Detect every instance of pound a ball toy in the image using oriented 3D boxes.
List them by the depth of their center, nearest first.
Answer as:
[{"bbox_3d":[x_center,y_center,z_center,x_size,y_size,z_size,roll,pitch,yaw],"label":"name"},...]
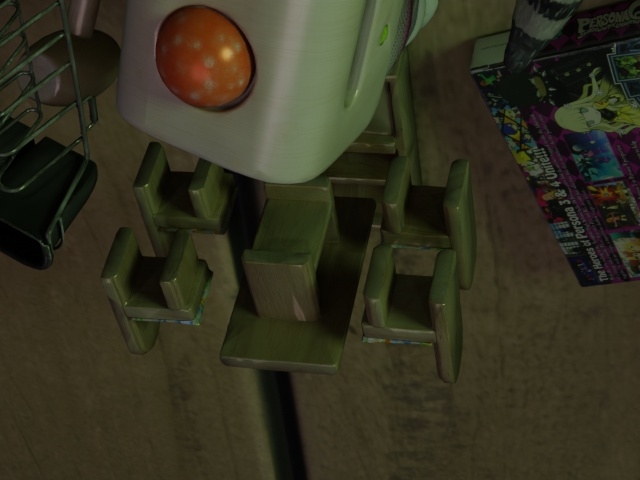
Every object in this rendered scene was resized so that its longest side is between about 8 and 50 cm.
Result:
[{"bbox_3d":[-0.064,-0.170,0.707,0.208,0.136,0.319,24,125,15],"label":"pound a ball toy"}]

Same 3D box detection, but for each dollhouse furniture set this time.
[{"bbox_3d":[0.000,0.000,0.928,0.212,0.242,0.161,4,140,13],"label":"dollhouse furniture set"}]

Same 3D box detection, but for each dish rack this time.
[{"bbox_3d":[-0.213,-0.123,0.700,0.208,0.074,0.271,27,148,15],"label":"dish rack"}]

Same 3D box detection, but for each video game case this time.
[{"bbox_3d":[0.241,-0.066,0.936,0.210,0.042,0.232,-11,134,27],"label":"video game case"}]

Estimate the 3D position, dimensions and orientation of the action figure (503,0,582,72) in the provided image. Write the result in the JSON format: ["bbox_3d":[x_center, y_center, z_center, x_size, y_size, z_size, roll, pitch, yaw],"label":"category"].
[{"bbox_3d":[0.217,-0.196,0.668,0.341,0.178,0.330,34,157,-1],"label":"action figure"}]

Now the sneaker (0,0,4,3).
[{"bbox_3d":[-0.287,-0.243,0.787,0.125,0.139,0.341,14,145,39],"label":"sneaker"}]

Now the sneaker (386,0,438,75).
[{"bbox_3d":[0.003,-0.187,0.809,0.103,0.111,0.252,-8,136,24],"label":"sneaker"}]
